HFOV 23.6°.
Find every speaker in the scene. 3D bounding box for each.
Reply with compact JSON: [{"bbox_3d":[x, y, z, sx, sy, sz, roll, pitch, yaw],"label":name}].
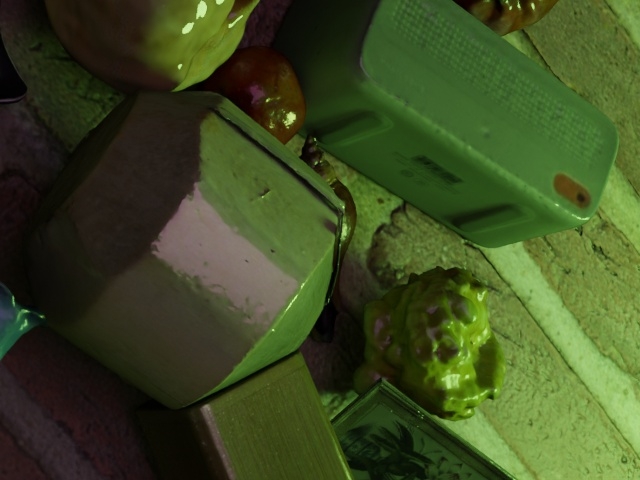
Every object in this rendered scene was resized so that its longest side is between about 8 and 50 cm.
[{"bbox_3d":[0.149,-0.149,1.800,0.406,0.184,0.183,31,68,-27],"label":"speaker"}]

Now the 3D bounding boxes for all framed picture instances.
[{"bbox_3d":[0.091,0.268,1.752,0.231,0.173,0.010,37,22,-24],"label":"framed picture"}]

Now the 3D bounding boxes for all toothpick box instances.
[{"bbox_3d":[-0.053,0.286,1.618,0.187,0.190,0.308,-26,99,-31],"label":"toothpick box"}]

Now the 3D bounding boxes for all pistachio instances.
[{"bbox_3d":[-0.169,-0.300,1.592,0.238,0.229,0.321,3,72,0],"label":"pistachio"}]

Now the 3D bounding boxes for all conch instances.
[{"bbox_3d":[0.000,-0.002,1.749,0.086,0.080,0.233,6,82,-25],"label":"conch"}]

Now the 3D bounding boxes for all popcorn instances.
[{"bbox_3d":[0.127,0.122,1.775,0.197,0.155,0.197,10,78,-57],"label":"popcorn"}]

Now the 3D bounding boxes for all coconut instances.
[{"bbox_3d":[-0.130,0.017,1.532,0.323,0.323,0.323,4,83,-33],"label":"coconut"}]

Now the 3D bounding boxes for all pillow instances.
[{"bbox_3d":[-0.356,-0.197,1.554,0.091,0.055,0.136,-16,91,-2],"label":"pillow"}]

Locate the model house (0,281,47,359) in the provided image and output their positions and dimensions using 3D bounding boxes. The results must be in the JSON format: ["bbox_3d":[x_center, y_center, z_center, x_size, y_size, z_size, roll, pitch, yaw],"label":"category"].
[{"bbox_3d":[-0.436,0.100,1.380,0.237,0.215,0.303,45,67,-22],"label":"model house"}]

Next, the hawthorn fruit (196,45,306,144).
[{"bbox_3d":[-0.086,-0.154,1.680,0.140,0.125,0.125,2,84,-33],"label":"hawthorn fruit"}]

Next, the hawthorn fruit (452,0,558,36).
[{"bbox_3d":[0.215,-0.387,1.819,0.284,0.284,0.284,4,83,-33],"label":"hawthorn fruit"}]
